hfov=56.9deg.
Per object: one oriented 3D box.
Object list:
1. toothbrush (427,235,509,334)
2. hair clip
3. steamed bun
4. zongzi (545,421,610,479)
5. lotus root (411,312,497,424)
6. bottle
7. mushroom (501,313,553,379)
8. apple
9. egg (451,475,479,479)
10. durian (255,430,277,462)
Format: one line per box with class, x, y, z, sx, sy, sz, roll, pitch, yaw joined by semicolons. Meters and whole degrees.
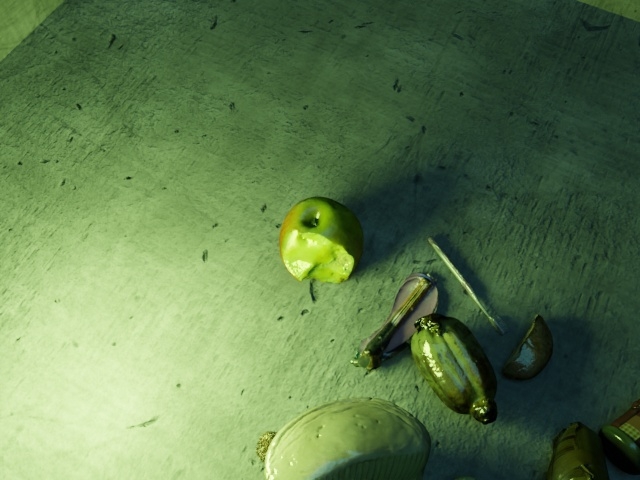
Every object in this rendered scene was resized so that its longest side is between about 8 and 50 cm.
toothbrush;0.426;0.124;1.720;0.029;0.024;0.354;-26;66;-21
hair clip;0.224;0.226;1.643;0.110;0.095;0.359;13;46;45
steamed bun;0.047;0.496;1.376;0.384;0.247;0.236;-16;41;-18
zongzi;0.581;0.613;1.444;0.123;0.289;0.260;33;25;0
lotus root;0.352;0.335;1.535;0.173;0.173;0.309;-22;65;-13
bottle;0.848;0.471;1.492;0.271;0.156;0.143;-28;34;-16
mushroom;0.579;0.299;1.607;0.094;0.072;0.210;41;67;8
apple;0.000;0.000;1.657;0.246;0.226;0.246;0;61;1
egg;0.333;0.631;1.397;0.114;0.114;0.152;36;71;16
durian;-0.121;0.509;1.462;0.080;0.091;0.080;18;42;-17
